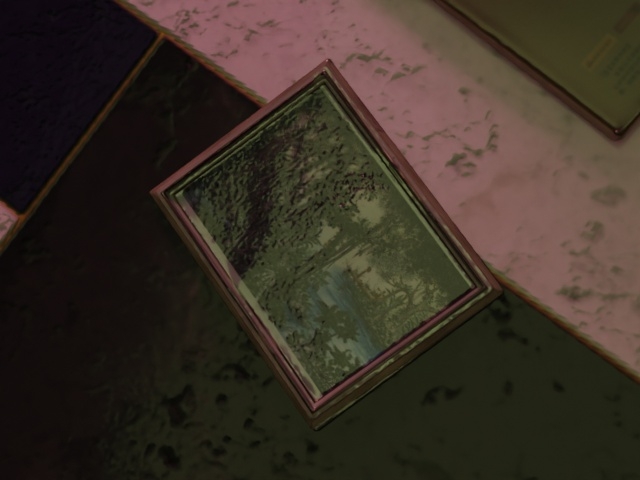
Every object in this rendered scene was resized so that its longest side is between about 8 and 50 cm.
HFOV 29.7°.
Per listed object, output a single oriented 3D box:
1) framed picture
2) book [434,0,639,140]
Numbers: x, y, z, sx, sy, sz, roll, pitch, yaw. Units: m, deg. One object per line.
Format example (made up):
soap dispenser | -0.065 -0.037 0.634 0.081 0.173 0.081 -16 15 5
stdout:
framed picture | 0.000 0.000 0.725 0.142 0.011 0.183 -36 77 4
book | 0.128 -0.236 0.730 0.310 0.021 0.217 41 92 14
